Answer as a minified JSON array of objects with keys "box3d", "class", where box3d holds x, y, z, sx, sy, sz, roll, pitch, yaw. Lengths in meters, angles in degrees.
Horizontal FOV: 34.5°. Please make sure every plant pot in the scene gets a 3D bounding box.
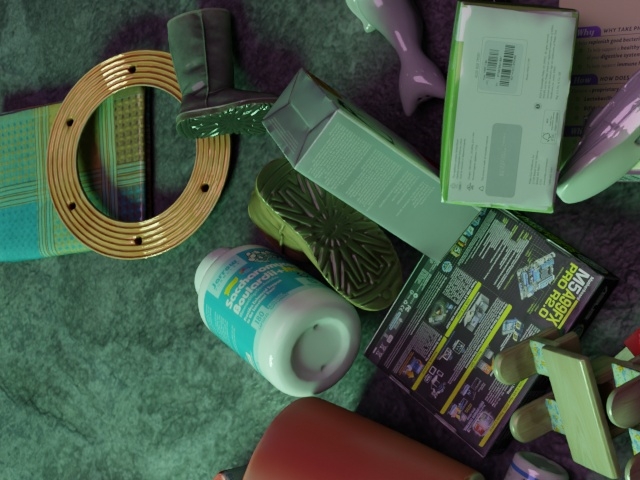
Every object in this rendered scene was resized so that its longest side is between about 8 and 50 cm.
[{"box3d":[0.060,0.347,1.258,0.243,0.275,0.274,10,90,25],"class":"plant pot"}]

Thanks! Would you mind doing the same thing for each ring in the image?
[{"box3d":[-0.288,-0.136,1.632,0.337,0.032,0.336,-2,84,21],"class":"ring"}]

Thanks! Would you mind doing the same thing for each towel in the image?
[{"box3d":[-0.432,-0.108,1.757,0.370,0.040,0.271,-6,83,31],"class":"towel"}]

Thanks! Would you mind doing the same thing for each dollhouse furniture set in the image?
[{"box3d":[0.273,0.237,1.099,0.212,0.161,0.242,13,123,67],"class":"dollhouse furniture set"}]

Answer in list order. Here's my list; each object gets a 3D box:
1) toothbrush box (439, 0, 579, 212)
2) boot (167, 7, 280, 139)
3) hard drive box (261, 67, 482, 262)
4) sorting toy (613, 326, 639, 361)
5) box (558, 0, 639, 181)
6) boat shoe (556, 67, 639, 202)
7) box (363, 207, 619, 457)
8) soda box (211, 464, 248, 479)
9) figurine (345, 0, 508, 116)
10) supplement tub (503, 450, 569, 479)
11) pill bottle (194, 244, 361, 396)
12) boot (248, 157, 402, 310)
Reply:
[{"box3d":[0.201,-0.162,1.155,0.122,0.283,0.206,6,105,6],"class":"toothbrush box"},{"box3d":[-0.139,-0.259,1.554,0.190,0.076,0.208,-3,56,0],"class":"boot"},{"box3d":[0.060,-0.094,1.267,0.089,0.232,0.181,-52,28,11],"class":"hard drive box"},{"box3d":[0.460,0.137,1.067,0.257,0.089,0.255,-47,53,18],"class":"sorting toy"},{"box3d":[0.386,-0.190,1.165,0.214,0.117,0.242,2,87,34],"class":"box"},{"box3d":[0.314,-0.121,1.101,0.184,0.066,0.063,-52,47,22],"class":"boat shoe"},{"box3d":[0.206,0.099,1.291,0.216,0.060,0.270,38,106,30],"class":"box"},{"box3d":[-0.173,0.445,1.496,0.263,0.083,0.092,-50,61,20],"class":"soda box"},{"box3d":[0.159,-0.292,1.352,0.215,0.092,0.209,-29,74,29],"class":"figurine"},{"box3d":[0.247,0.314,1.235,0.071,0.071,0.107,25,99,33],"class":"supplement tub"},{"box3d":[-0.072,0.095,1.407,0.264,0.146,0.146,31,103,50],"class":"pill bottle"},{"box3d":[0.000,0.000,1.347,0.089,0.269,0.236,-39,87,-9],"class":"boot"}]
